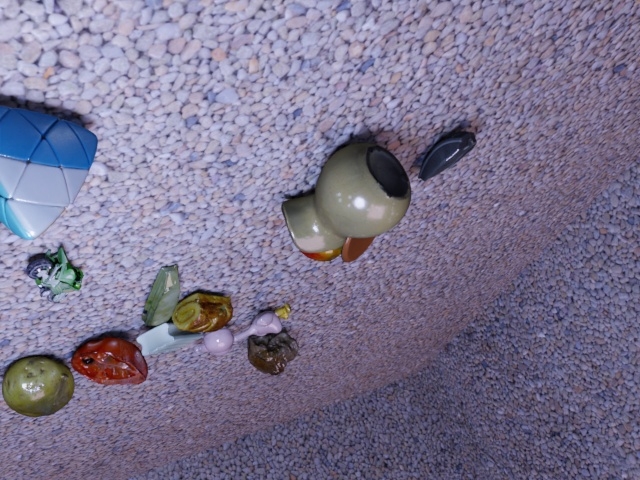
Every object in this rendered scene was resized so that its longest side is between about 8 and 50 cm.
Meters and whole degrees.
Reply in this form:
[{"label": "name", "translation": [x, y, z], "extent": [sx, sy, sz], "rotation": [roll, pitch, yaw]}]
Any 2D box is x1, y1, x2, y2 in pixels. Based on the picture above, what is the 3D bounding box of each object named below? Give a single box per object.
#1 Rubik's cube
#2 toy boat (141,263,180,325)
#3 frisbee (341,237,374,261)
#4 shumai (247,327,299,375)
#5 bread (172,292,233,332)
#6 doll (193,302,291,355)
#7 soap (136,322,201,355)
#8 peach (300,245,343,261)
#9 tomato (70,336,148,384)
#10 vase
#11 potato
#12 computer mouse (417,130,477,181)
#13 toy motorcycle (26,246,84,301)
[{"label": "Rubik's cube", "translation": [-0.529, -0.114, 1.113], "extent": [0.254, 0.254, 0.254], "rotation": [-22, 154, -12]}, {"label": "toy boat", "translation": [-0.458, 0.173, 1.896], "extent": [0.093, 0.055, 0.293], "rotation": [-13, 151, -34]}, {"label": "frisbee", "translation": [0.139, -0.040, 1.990], "extent": [0.251, 0.021, 0.250], "rotation": [-47, 157, -27]}, {"label": "shumai", "translation": [-0.186, 0.404, 2.520], "extent": [0.185, 0.184, 0.218], "rotation": [-56, 151, -24]}, {"label": "bread", "translation": [-0.363, 0.229, 2.037], "extent": [0.132, 0.103, 0.172], "rotation": [-35, 157, 18]}, {"label": "doll", "translation": [-0.272, 0.324, 2.317], "extent": [0.365, 0.094, 0.160], "rotation": [-17, 160, -18]}, {"label": "soap", "translation": [-0.471, 0.304, 2.058], "extent": [0.119, 0.066, 0.198], "rotation": [-26, 169, 11]}, {"label": "peach", "translation": [-0.002, 0.007, 1.960], "extent": [0.118, 0.151, 0.151], "rotation": [-48, 151, 10]}, {"label": "tomato", "translation": [-0.630, 0.355, 1.987], "extent": [0.228, 0.101, 0.228], "rotation": [4, 146, 3]}, {"label": "vase", "translation": [0.104, -0.100, 1.744], "extent": [0.329, 0.240, 0.302], "rotation": [2, 151, -46]}, {"label": "potato", "translation": [-0.823, 0.434, 1.925], "extent": [0.197, 0.148, 0.228], "rotation": [-27, 156, -37]}, {"label": "computer mouse", "translation": [0.358, -0.250, 1.898], "extent": [0.126, 0.071, 0.231], "rotation": [-27, 169, -35]}, {"label": "toy motorcycle", "translation": [-0.625, 0.088, 1.563], "extent": [0.106, 0.074, 0.190], "rotation": [-30, 155, -18]}]
